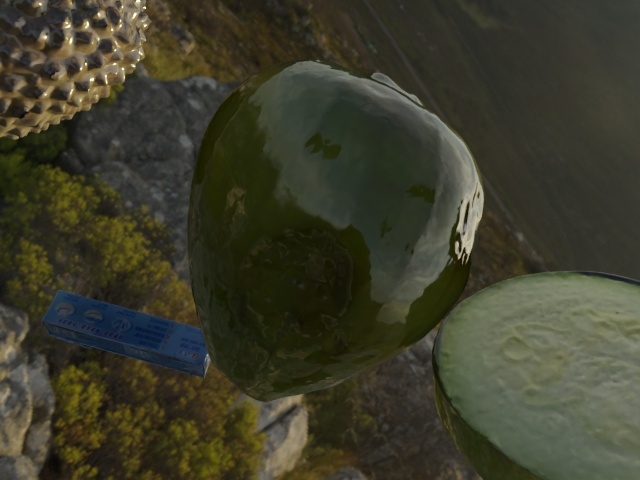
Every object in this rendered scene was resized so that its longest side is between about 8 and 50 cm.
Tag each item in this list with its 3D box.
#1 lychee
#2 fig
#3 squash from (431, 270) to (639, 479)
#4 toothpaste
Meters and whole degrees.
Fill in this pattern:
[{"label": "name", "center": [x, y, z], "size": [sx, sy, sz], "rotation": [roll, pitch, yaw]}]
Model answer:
[{"label": "lychee", "center": [-0.446, -0.310, 0.923], "size": [0.432, 0.380, 0.380], "rotation": [1, 39, 2]}, {"label": "fig", "center": [0.009, -0.002, 0.478], "size": [0.207, 0.207, 0.230], "rotation": [19, 74, -44]}, {"label": "squash", "center": [0.213, 0.110, 0.535], "size": [0.252, 0.252, 0.049], "rotation": [-76, 166, -55]}, {"label": "toothpaste", "center": [-0.307, 0.152, 1.133], "size": [0.272, 0.053, 0.066], "rotation": [14, 55, 4]}]
